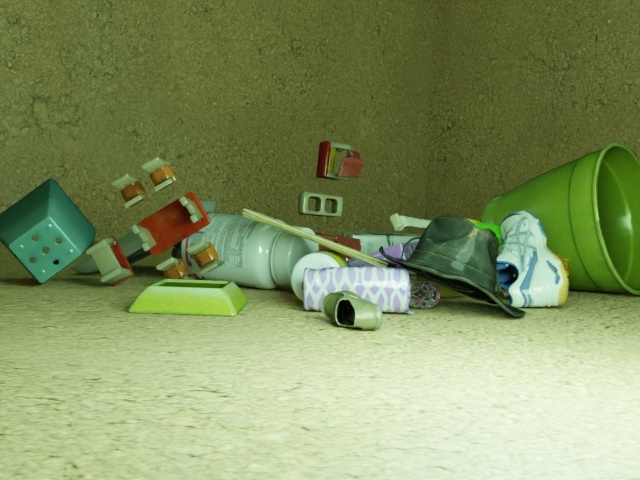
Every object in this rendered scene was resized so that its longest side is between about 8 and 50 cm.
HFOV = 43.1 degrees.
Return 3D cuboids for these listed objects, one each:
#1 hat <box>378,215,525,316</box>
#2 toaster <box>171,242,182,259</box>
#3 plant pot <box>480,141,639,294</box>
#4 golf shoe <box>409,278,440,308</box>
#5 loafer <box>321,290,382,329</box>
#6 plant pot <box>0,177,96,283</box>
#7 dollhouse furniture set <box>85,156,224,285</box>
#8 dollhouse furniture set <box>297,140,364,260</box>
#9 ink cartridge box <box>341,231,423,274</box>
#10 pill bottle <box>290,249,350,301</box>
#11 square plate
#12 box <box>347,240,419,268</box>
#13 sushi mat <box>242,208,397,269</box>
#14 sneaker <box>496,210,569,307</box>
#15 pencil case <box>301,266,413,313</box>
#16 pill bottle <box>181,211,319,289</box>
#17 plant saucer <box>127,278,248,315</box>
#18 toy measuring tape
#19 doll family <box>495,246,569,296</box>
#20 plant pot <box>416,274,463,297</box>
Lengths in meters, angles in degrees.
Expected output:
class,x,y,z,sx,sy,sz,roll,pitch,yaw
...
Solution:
class,x,y,z,sx,sy,sz,roll,pitch,yaw
hat,0.269,0.030,1.543,0.331,0.134,0.331,26,-1,0
toaster,-0.276,0.014,2.047,0.146,0.129,0.227,26,7,4
plant pot,0.610,-0.029,2.037,0.353,0.366,0.366,-11,-7,43
golf shoe,0.133,0.099,1.566,0.186,0.067,0.086,11,-4,-13
loafer,0.041,0.110,1.303,0.050,0.056,0.148,8,-1,-33
plant pot,-0.602,-0.008,1.773,0.165,0.166,0.234,-38,21,-7
dollhouse furniture set,-0.365,-0.009,1.756,0.259,0.262,0.135,-29,-2,5
dollhouse furniture set,0.010,-0.088,2.185,0.152,0.374,0.201,6,-1,-23
ink cartridge box,0.202,0.036,2.362,0.273,0.114,0.197,1,3,-8
pill bottle,0.006,0.071,1.615,0.103,0.103,0.184,2,3,8
square plate,-0.447,-0.005,2.143,0.344,0.049,0.347,-30,0,6
box,0.151,0.055,1.882,0.201,0.057,0.293,-19,-6,23
sushi mat,0.000,0.000,1.632,0.316,0.019,0.151,20,2,15
sneaker,0.412,0.032,1.704,0.131,0.112,0.296,-9,31,-1
pencil case,0.066,0.087,1.471,0.206,0.086,0.088,2,11,1
pill bottle,-0.157,0.025,1.826,0.283,0.160,0.160,7,5,28
plant saucer,-0.233,0.099,1.463,0.188,0.045,0.188,2,2,1
toy measuring tape,0.283,0.006,1.830,0.330,0.121,0.121,6,1,-28
doll family,0.481,0.067,1.838,0.163,0.118,0.263,0,4,19
plant pot,0.254,0.086,1.773,0.083,0.081,0.081,-11,10,-41
